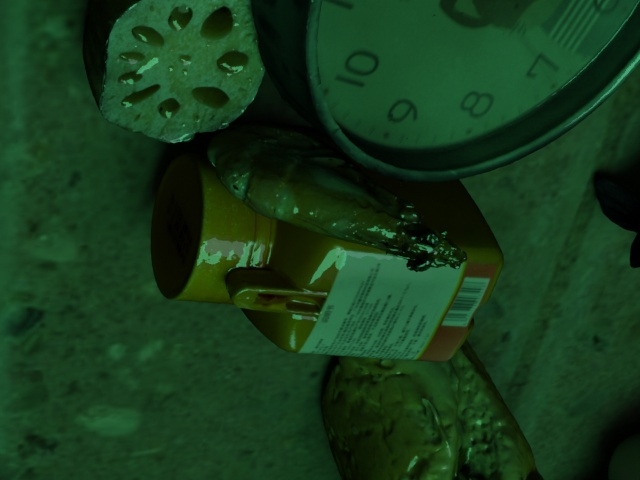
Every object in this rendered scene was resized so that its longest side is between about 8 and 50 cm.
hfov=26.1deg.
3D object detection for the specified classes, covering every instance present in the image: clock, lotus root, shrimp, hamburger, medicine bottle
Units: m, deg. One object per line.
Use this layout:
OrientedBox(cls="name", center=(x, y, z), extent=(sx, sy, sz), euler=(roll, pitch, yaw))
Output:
OrientedBox(cls="clock", center=(0.112, -0.180, 0.880), extent=(0.325, 0.067, 0.325), euler=(-21, 138, -21))
OrientedBox(cls="lotus root", center=(-0.092, -0.130, 0.876), extent=(0.112, 0.081, 0.122), euler=(-4, 131, -22))
OrientedBox(cls="shrimp", center=(0.012, -0.030, 0.892), extent=(0.184, 0.091, 0.043), euler=(30, 128, 11))
OrientedBox(cls="hamburger", center=(0.115, 0.232, 1.206), extent=(0.162, 0.209, 0.330), euler=(-21, 133, -4))
OrientedBox(cls="medicine bottle", center=(0.000, 0.001, 0.984), extent=(0.222, 0.149, 0.112), euler=(6, 125, -27))

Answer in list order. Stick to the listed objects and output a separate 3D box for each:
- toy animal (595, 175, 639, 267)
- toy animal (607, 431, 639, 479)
OrientedBox(cls="toy animal", center=(0.355, -0.050, 1.066), extent=(0.298, 0.185, 0.122), euler=(-25, 143, 28))
OrientedBox(cls="toy animal", center=(0.368, 0.292, 1.378), extent=(0.212, 0.212, 0.267), euler=(10, 123, -30))
